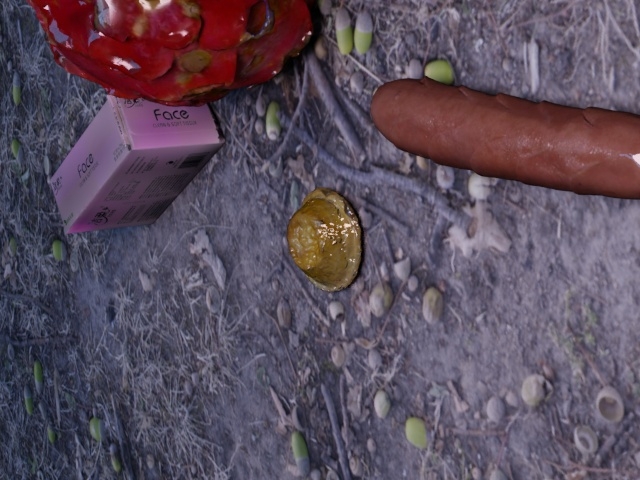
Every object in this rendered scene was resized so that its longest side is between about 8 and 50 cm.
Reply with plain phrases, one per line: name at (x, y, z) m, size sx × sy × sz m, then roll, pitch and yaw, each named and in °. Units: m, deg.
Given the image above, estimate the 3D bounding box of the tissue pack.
tissue pack at (-0.257, -0.108, 1.847) m, size 0.246 × 0.149 × 0.092 m, roll -41°, pitch 64°, yaw 49°

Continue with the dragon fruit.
dragon fruit at (-0.195, -0.328, 1.540) m, size 0.371 × 0.249 × 0.386 m, roll 0°, pitch 106°, yaw 15°

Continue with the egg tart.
egg tart at (0.000, 0.000, 1.594) m, size 0.129 × 0.049 × 0.128 m, roll 13°, pitch 107°, yaw 51°

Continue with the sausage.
sausage at (0.182, -0.101, 1.300) m, size 0.433 × 0.088 × 0.087 m, roll 20°, pitch 110°, yaw 53°
